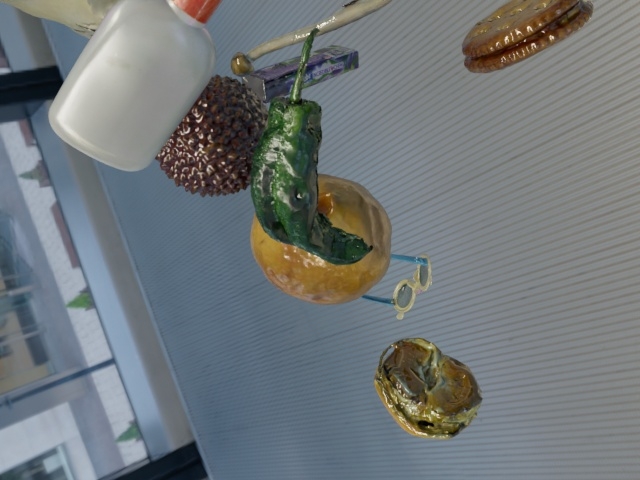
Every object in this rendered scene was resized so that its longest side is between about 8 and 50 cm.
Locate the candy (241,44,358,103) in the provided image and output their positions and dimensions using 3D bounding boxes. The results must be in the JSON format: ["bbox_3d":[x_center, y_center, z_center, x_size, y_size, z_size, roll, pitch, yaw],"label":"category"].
[{"bbox_3d":[-0.042,-0.395,1.324,0.088,0.312,0.061,28,134,37],"label":"candy"}]

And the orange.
[{"bbox_3d":[0.161,0.237,0.878,0.112,0.160,0.170,108,155,-49],"label":"orange"}]

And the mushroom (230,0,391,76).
[{"bbox_3d":[0.002,-0.303,0.798,0.306,0.068,0.043,-16,130,25],"label":"mushroom"}]

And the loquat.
[{"bbox_3d":[0.000,0.000,0.877,0.238,0.238,0.193,-11,65,47],"label":"loquat"}]

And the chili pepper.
[{"bbox_3d":[-0.014,-0.066,0.602,0.065,0.122,0.279,33,147,41],"label":"chili pepper"}]

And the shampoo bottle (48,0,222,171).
[{"bbox_3d":[-0.156,-0.168,0.527,0.221,0.108,0.051,-47,34,20],"label":"shampoo bottle"}]

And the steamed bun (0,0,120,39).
[{"bbox_3d":[-0.378,-0.464,0.763,0.346,0.237,0.394,-26,86,49],"label":"steamed bun"}]

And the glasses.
[{"bbox_3d":[0.139,0.067,1.312,0.220,0.088,0.189,26,138,-2],"label":"glasses"}]

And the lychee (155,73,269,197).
[{"bbox_3d":[-0.155,-0.145,0.807,0.188,0.188,0.188,17,115,41],"label":"lychee"}]

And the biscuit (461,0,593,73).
[{"bbox_3d":[0.336,-0.356,0.936,0.220,0.220,0.066,-7,123,46],"label":"biscuit"}]
